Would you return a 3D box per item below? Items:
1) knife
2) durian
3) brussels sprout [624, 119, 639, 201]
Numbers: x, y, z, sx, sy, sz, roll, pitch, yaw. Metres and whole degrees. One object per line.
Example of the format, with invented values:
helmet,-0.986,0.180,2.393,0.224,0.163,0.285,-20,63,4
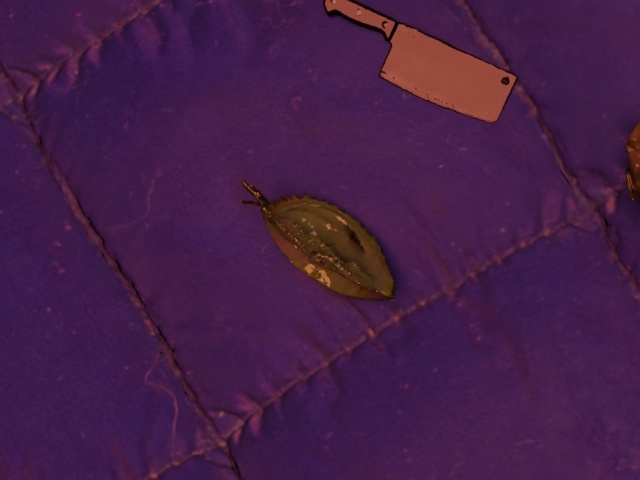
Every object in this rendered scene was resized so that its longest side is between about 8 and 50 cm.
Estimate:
knife,0.104,-0.210,1.814,0.245,0.019,0.072,28,95,11
durian,0.000,0.000,1.786,0.215,0.100,0.086,34,92,6
brussels sprout,0.406,-0.062,1.700,0.139,0.100,0.181,-43,78,-2
